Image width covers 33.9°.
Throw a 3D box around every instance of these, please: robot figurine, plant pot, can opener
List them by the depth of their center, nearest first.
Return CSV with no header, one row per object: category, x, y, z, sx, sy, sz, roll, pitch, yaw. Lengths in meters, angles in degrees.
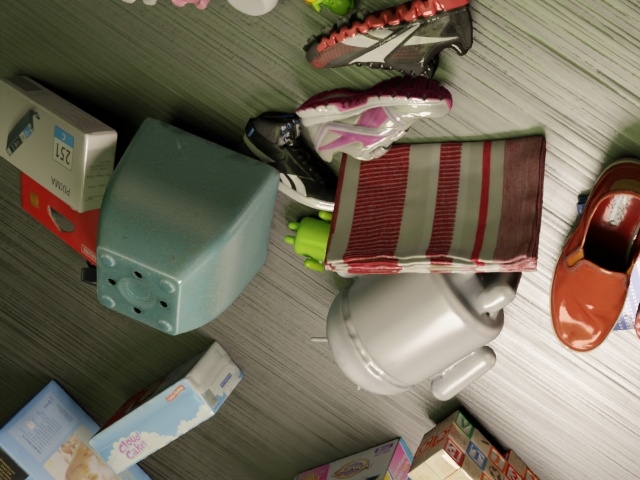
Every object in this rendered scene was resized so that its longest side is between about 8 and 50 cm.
robot figurine,0.153,0.120,1.692,0.353,0.200,0.300,-35,93,26
plant pot,-0.237,0.003,1.702,0.247,0.252,0.248,22,139,8
robot figurine,0.000,0.000,1.767,0.115,0.067,0.101,16,86,12
can opener,-0.341,0.053,1.911,0.186,0.059,0.073,4,86,6

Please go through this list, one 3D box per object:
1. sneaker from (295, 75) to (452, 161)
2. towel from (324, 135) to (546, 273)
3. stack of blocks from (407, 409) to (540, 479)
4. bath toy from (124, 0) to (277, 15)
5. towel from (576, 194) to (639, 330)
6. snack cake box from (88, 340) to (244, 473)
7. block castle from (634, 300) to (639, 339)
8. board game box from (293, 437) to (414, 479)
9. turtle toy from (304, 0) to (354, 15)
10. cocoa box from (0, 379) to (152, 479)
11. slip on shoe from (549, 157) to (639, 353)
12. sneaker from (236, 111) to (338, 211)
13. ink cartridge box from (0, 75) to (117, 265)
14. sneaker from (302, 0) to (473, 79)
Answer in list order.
sneaker,0.091,-0.186,1.650,0.252,0.103,0.111,-5,114,27
towel,0.175,-0.057,1.611,0.328,0.237,0.037,-2,146,19
stack of blocks,0.297,0.437,1.793,0.297,0.171,0.087,46,117,-3
bath toy,-0.216,-0.445,1.629,0.348,0.129,0.151,12,159,15
towel,0.583,0.005,1.603,0.335,0.040,0.243,-13,109,24
snack cake box,-0.284,0.309,1.940,0.264,0.152,0.089,-34,98,27
block castle,0.701,0.151,1.490,0.453,0.213,0.303,-12,119,22
board game box,0.021,0.485,1.821,0.242,0.316,0.064,-25,103,26
turtle toy,-0.003,-0.394,1.600,0.066,0.095,0.130,-37,98,5
cocoa box,-0.519,0.498,2.050,0.347,0.231,0.228,46,117,-4
slip on shoe,0.424,0.037,1.595,0.123,0.101,0.331,18,120,9
sneaker,-0.032,-0.137,1.714,0.216,0.079,0.121,24,117,8
ink cartridge box,-0.462,-0.113,1.797,0.296,0.066,0.261,31,121,39
sneaker,0.108,-0.296,1.592,0.276,0.097,0.135,-15,104,22
